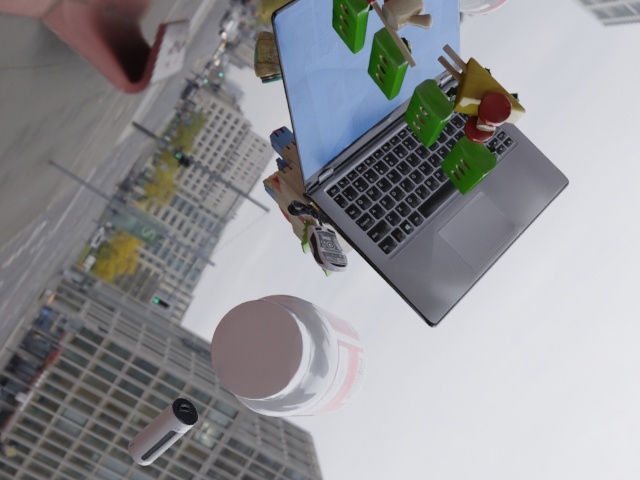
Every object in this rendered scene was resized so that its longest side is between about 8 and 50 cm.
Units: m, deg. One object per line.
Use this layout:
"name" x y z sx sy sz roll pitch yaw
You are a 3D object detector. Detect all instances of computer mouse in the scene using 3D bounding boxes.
"computer mouse" 0.000 0.000 1.471 0.042 0.106 0.193 -53 -141 33

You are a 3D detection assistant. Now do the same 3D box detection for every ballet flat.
"ballet flat" 0.010 -0.398 1.487 0.348 0.123 0.123 -17 167 -37

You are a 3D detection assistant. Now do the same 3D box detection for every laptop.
"laptop" 0.170 -0.174 1.002 0.382 0.408 0.236 -40 174 -29

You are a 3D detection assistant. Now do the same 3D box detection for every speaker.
"speaker" -0.269 0.326 1.238 0.136 0.055 0.055 -43 -161 24

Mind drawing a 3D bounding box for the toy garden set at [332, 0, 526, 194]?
"toy garden set" 0.104 -0.173 0.711 0.049 0.244 0.204 -36 174 -4

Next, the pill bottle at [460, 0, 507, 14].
"pill bottle" 0.281 -0.623 1.543 0.363 0.210 0.210 -4 140 -55

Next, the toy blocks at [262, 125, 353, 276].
"toy blocks" -0.040 -0.106 1.785 0.190 0.261 0.381 -37 154 -13

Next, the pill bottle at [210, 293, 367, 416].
"pill bottle" -0.056 0.231 1.430 0.229 0.229 0.407 -58 160 -3
